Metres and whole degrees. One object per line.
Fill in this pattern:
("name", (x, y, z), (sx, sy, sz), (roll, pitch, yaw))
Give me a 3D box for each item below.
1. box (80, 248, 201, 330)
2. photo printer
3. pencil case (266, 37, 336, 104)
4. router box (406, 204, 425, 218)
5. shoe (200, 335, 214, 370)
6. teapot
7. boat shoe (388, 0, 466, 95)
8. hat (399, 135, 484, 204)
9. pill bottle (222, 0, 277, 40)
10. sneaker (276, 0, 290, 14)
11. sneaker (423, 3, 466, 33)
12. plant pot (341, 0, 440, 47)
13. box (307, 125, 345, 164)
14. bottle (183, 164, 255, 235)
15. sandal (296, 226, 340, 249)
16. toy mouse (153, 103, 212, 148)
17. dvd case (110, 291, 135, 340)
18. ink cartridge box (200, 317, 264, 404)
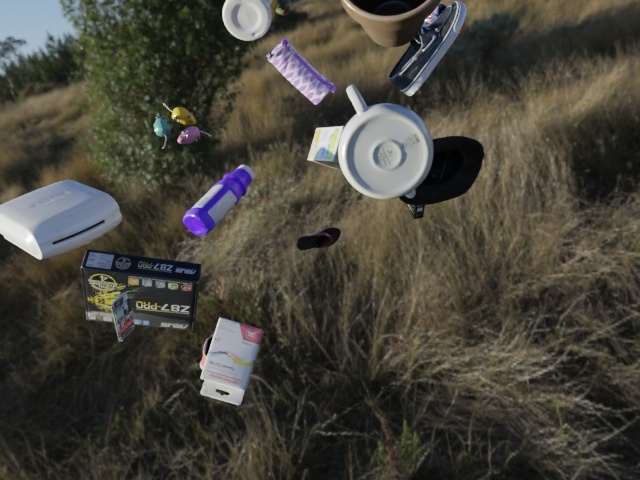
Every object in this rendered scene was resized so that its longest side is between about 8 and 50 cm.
("box", (-0.638, 0.184, 2.145), (0.395, 0.318, 0.097), (8, 49, -11))
("photo printer", (-0.707, -0.060, 1.618), (0.307, 0.107, 0.256), (19, 39, 41))
("pencil case", (-0.053, -0.480, 1.693), (0.088, 0.206, 0.086), (-28, 29, 47))
("router box", (0.365, -0.192, 2.363), (0.046, 0.133, 0.179), (-10, 46, -9))
("shoe", (-0.282, 0.289, 1.701), (0.063, 0.081, 0.178), (26, 45, 7))
("teapot", (0.159, -0.238, 1.519), (0.253, 0.256, 0.187), (14, 20, -3))
("boat shoe", (0.304, -0.573, 1.728), (0.301, 0.102, 0.108), (-55, 24, 9))
("hat", (0.396, -0.270, 2.091), (0.331, 0.331, 0.134), (-17, 47, -6))
("pill bottle", (-0.198, -0.687, 1.737), (0.136, 0.136, 0.245), (-10, 36, 11))
("sneaker", (-0.172, -0.780, 1.894), (0.086, 0.064, 0.192), (-3, 48, -36))
("sneaker", (0.391, -0.779, 2.051), (0.221, 0.083, 0.087), (16, -10, 17))
("plant pot", (0.178, -0.606, 1.501), (0.263, 0.263, 0.229), (-13, -14, 4))
("box", (0.055, -0.287, 1.867), (0.103, 0.114, 0.203), (15, 2, -25))
("bottle", (-0.319, -0.137, 1.933), (0.118, 0.092, 0.283), (-16, 29, 50))
("sandal", (0.000, 0.000, 2.129), (0.179, 0.067, 0.040), (-16, 19, -27))
("toy mouse", (-0.356, -0.280, 1.481), (0.161, 0.031, 0.143), (26, 50, 3))
("dvd case", (-0.578, 0.222, 1.749), (0.013, 0.119, 0.087), (-3, 17, 10))
("ink cartridge box", (-0.227, 0.307, 1.511), (0.115, 0.198, 0.067), (15, -12, 2))
